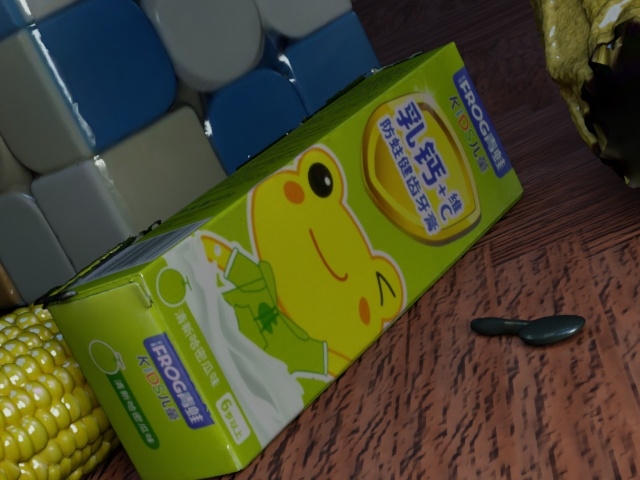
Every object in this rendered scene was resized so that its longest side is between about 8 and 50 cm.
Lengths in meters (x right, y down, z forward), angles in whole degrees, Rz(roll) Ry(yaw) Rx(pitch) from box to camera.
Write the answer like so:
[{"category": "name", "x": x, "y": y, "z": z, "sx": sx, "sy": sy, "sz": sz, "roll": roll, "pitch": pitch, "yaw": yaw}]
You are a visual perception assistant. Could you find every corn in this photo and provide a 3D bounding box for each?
[{"category": "corn", "x": -0.191, "y": 0.116, "z": 0.709, "sx": 0.101, "sy": 0.101, "sz": 0.310, "roll": -15, "pitch": 15, "yaw": 41}]

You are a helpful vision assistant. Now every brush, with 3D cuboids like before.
[{"category": "brush", "x": 0.094, "y": 0.040, "z": 0.658, "sx": 0.024, "sy": 0.008, "sz": 0.083, "roll": -34, "pitch": 14, "yaw": -25}]

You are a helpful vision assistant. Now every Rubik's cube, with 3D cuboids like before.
[{"category": "Rubik's cube", "x": -0.201, "y": -0.167, "z": 1.320, "sx": 0.346, "sy": 0.347, "sz": 0.344, "roll": -37, "pitch": 15, "yaw": -38}]

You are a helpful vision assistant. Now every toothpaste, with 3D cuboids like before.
[{"category": "toothpaste", "x": -0.005, "y": 0.001, "z": 0.783, "sx": 0.077, "sy": 0.110, "sz": 0.327, "roll": -17, "pitch": 15, "yaw": 41}]

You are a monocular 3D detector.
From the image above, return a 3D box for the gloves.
[{"category": "gloves", "x": 0.220, "y": -0.138, "z": 0.798, "sx": 0.203, "sy": 0.155, "sz": 0.356, "roll": -18, "pitch": 11, "yaw": 18}]
